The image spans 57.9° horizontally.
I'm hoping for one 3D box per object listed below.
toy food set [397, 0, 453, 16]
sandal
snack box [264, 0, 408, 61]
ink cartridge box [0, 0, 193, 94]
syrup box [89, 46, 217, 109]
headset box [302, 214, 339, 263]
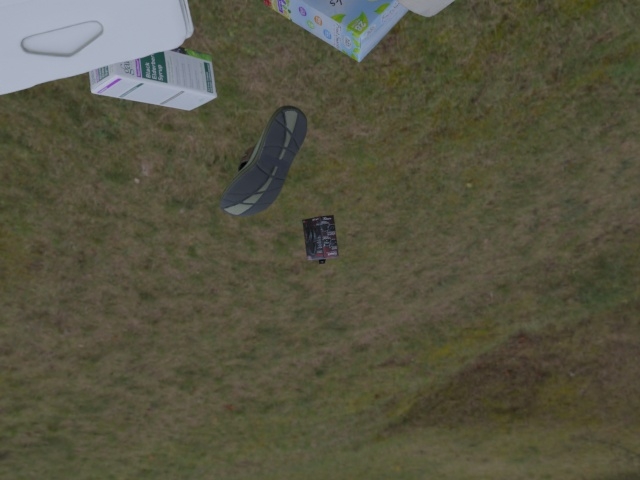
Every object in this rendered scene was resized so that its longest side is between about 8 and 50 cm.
[{"bbox_3d":[0.146,-0.457,0.672,0.092,0.306,0.220,-14,178,-31],"label":"toy food set"},{"bbox_3d":[-0.133,-0.183,1.367,0.120,0.086,0.302,25,105,-36],"label":"sandal"},{"bbox_3d":[0.036,-0.416,0.949,0.207,0.174,0.070,36,164,15],"label":"snack box"},{"bbox_3d":[-0.352,-0.342,0.711,0.279,0.384,0.160,-23,132,-16],"label":"ink cartridge box"},{"bbox_3d":[-0.330,-0.332,1.145,0.096,0.093,0.237,-13,173,38],"label":"syrup box"},{"bbox_3d":[0.000,0.000,1.023,0.032,0.083,0.062,-6,180,-31],"label":"headset box"}]
